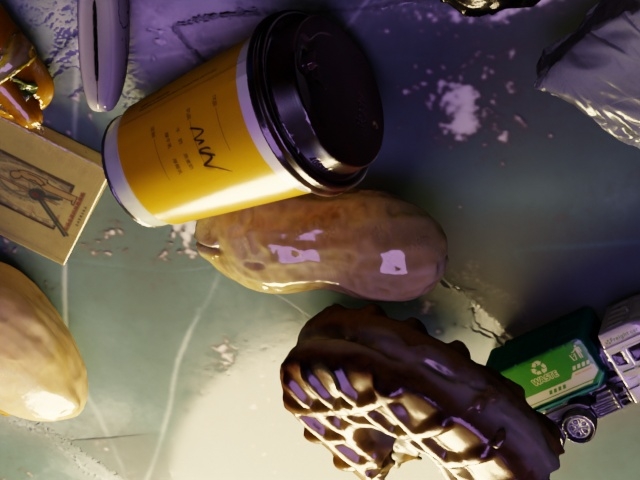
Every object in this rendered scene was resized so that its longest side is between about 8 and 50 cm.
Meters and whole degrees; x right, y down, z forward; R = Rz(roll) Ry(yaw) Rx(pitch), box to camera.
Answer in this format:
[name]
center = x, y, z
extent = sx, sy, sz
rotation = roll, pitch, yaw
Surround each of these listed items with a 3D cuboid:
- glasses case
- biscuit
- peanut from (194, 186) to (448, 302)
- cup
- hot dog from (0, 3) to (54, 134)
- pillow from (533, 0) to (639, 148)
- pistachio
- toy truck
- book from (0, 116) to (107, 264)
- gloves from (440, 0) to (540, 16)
[glasses case]
center = -0.225, -0.225, 1.840
extent = 0.049, 0.076, 0.197
rotation = 7, 126, 4
[biscuit]
center = 0.089, 0.184, 1.955
extent = 0.268, 0.115, 0.366
rotation = 44, 155, -20
[peanut]
center = 0.000, 0.000, 1.930
extent = 0.290, 0.130, 0.130
rotation = 5, 126, 16
[cup]
center = -0.082, -0.113, 1.835
extent = 0.279, 0.196, 0.196
rotation = -20, 119, 32
[hot dog]
center = -0.380, -0.219, 1.878
extent = 0.109, 0.072, 0.269
rotation = -29, 114, 30
[pillow]
center = 0.408, -0.186, 1.709
extent = 0.283, 0.138, 0.310
rotation = 30, 127, -19
[pistachio]
center = -0.372, 0.127, 2.091
extent = 0.157, 0.157, 0.229
rotation = -24, 123, 25
[toy truck]
center = 0.292, 0.152, 1.994
extent = 0.253, 0.114, 0.124
rotation = -29, 105, 27
[book]
center = -0.363, -0.080, 2.003
extent = 0.230, 0.026, 0.161
rotation = 26, 126, -8
[gloves]
center = 0.221, -0.291, 1.605
extent = 0.301, 0.197, 0.152
rotation = -3, 103, 49
